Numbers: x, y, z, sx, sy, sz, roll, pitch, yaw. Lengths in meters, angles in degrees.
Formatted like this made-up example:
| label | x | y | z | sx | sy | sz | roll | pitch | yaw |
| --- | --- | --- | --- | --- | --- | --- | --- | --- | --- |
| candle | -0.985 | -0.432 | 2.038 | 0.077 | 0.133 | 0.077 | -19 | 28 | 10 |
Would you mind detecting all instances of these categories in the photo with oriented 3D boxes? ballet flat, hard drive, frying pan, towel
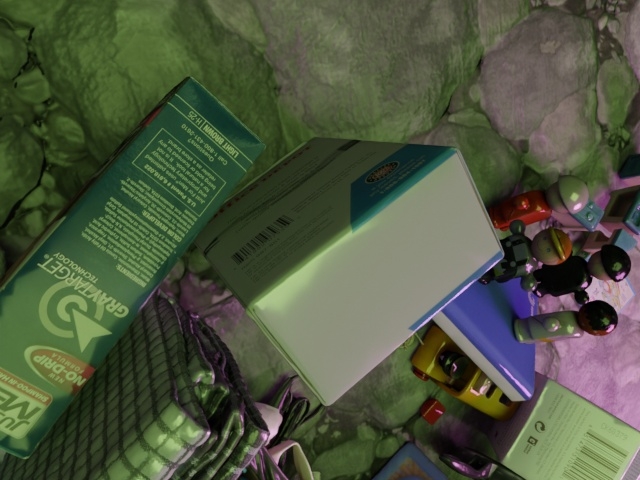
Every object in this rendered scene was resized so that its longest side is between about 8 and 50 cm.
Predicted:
| label | x | y | z | sx | sy | sz | roll | pitch | yaw |
| --- | --- | --- | --- | --- | --- | --- | --- | --- | --- |
| ballet flat | -0.081 | 0.277 | 0.656 | 0.096 | 0.095 | 0.280 | -40 | 111 | -33 |
| hard drive | 0.223 | 0.059 | 0.747 | 0.319 | 0.040 | 0.210 | 45 | 46 | -23 |
| frying pan | 0.244 | 0.358 | 0.798 | 0.326 | 0.197 | 0.053 | 39 | 73 | -21 |
| towel | -0.177 | 0.190 | 0.472 | 0.235 | 0.284 | 0.121 | -48 | 115 | -7 |

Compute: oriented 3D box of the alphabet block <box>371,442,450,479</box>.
| label | x | y | z | sx | sy | sz | roll | pitch | yaw |
| --- | --- | --- | --- | --- | --- | --- | --- | --- | --- |
| alphabet block | 0.176 | 0.481 | 0.792 | 0.192 | 0.193 | 0.197 | -42 | 113 | -8 |

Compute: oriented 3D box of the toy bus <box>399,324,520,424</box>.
| label | x | y | z | sx | sy | sz | roll | pitch | yaw |
| --- | --- | --- | --- | --- | --- | --- | --- | --- | --- |
| toy bus | 0.236 | 0.209 | 0.808 | 0.202 | 0.104 | 0.190 | -17 | 106 | -18 |

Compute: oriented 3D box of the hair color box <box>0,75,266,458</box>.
| label | x | y | z | sx | sy | sz | roll | pitch | yaw |
| --- | --- | --- | --- | --- | --- | --- | --- | --- | --- |
| hair color box | -0.220 | 0.010 | 0.507 | 0.105 | 0.174 | 0.347 | 41 | 70 | -23 |

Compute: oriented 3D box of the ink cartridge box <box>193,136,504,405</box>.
| label | x | y | z | sx | sy | sz | roll | pitch | yaw |
| --- | --- | --- | --- | --- | --- | --- | --- | --- | --- |
| ink cartridge box | 0.000 | 0.000 | 0.560 | 0.223 | 0.307 | 0.129 | -38 | 114 | -11 |

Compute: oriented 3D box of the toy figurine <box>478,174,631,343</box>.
| label | x | y | z | sx | sy | sz | roll | pitch | yaw |
| --- | --- | --- | --- | --- | --- | --- | --- | --- | --- |
| toy figurine | 0.344 | 0.033 | 0.741 | 0.213 | 0.148 | 0.209 | 56 | 42 | -12 |

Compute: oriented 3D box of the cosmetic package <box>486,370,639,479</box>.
| label | x | y | z | sx | sy | sz | roll | pitch | yaw |
| --- | --- | --- | --- | --- | --- | --- | --- | --- | --- |
| cosmetic package | 0.382 | 0.315 | 0.820 | 0.152 | 0.184 | 0.151 | 30 | 88 | 13 |

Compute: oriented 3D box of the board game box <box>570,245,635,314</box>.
| label | x | y | z | sx | sy | sz | roll | pitch | yaw |
| --- | --- | --- | --- | --- | --- | --- | --- | --- | --- |
| board game box | 0.514 | 0.081 | 0.936 | 0.103 | 0.026 | 0.154 | -44 | 113 | -9 |

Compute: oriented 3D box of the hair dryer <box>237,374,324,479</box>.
| label | x | y | z | sx | sy | sz | roll | pitch | yaw |
| --- | --- | --- | --- | --- | --- | --- | --- | --- | --- |
| hair dryer | -0.115 | 0.317 | 0.722 | 0.294 | 0.080 | 0.223 | -5 | 87 | -26 |

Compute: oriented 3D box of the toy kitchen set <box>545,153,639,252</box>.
| label | x | y | z | sx | sy | sz | roll | pitch | yaw |
| --- | --- | --- | --- | --- | --- | --- | --- | --- | --- |
| toy kitchen set | 0.495 | -0.096 | 0.836 | 0.166 | 0.122 | 0.207 | 36 | 78 | -13 |

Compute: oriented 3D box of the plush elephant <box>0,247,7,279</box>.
| label | x | y | z | sx | sy | sz | roll | pitch | yaw |
| --- | --- | --- | --- | --- | --- | --- | --- | --- | --- |
| plush elephant | -0.460 | -0.027 | 0.383 | 0.330 | 0.272 | 0.255 | 33 | 46 | -10 |

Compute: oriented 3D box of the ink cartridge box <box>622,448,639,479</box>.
| label | x | y | z | sx | sy | sz | roll | pitch | yaw |
| --- | --- | --- | --- | --- | --- | --- | --- | --- | --- |
| ink cartridge box | 0.491 | 0.521 | 0.925 | 0.330 | 0.071 | 0.324 | -54 | 141 | -5 |
